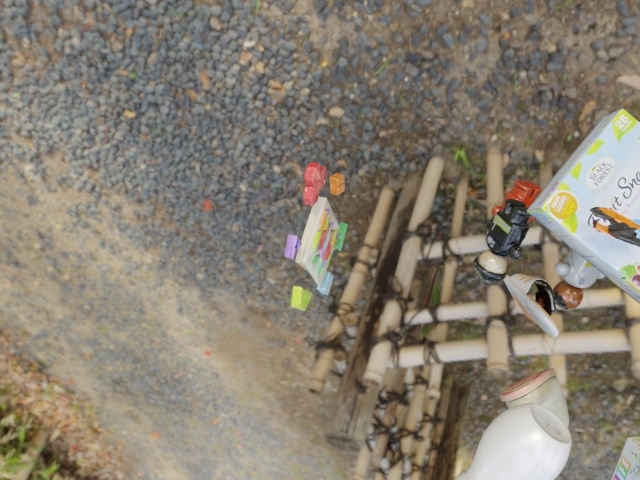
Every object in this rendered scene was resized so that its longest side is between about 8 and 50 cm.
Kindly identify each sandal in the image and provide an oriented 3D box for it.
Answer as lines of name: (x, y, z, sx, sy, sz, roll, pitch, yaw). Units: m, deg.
sandal: (0.486, 0.135, 1.471, 0.076, 0.265, 0.102, -34, 105, 5)

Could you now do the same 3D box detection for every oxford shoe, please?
oxford shoe: (0.539, 0.405, 1.607, 0.140, 0.146, 0.397, -32, 153, 17)

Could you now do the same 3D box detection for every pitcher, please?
pitcher: (0.318, 0.357, 1.118, 0.125, 0.178, 0.207, 36, 115, 5)

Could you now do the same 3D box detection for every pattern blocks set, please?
pattern blocks set: (0.000, 0.000, 1.319, 0.026, 0.285, 0.325, 15, 178, 16)

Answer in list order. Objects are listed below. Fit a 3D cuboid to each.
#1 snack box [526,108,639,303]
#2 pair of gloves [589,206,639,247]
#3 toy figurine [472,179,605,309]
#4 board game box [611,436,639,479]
snack box: (0.417, -0.042, 0.899, 0.207, 0.174, 0.070, 39, 179, 1)
pair of gloves: (0.353, -0.016, 0.779, 0.074, 0.083, 0.010, 24, 118, 8)
toy figurine: (0.382, 0.011, 1.145, 0.209, 0.213, 0.148, 25, 117, 11)
board game box: (0.575, 0.449, 1.209, 0.026, 0.103, 0.154, -2, 118, -12)
